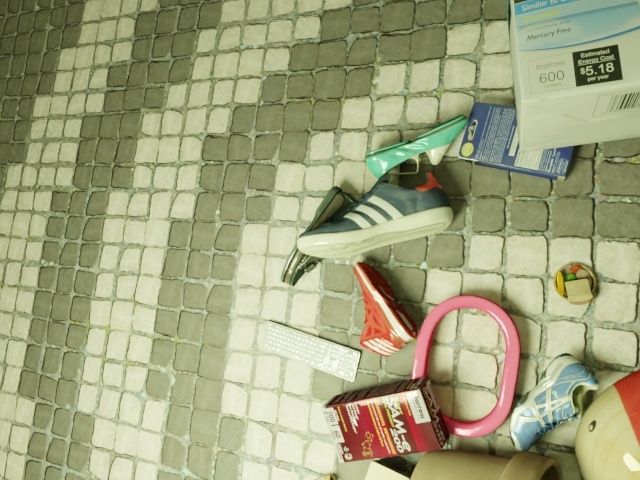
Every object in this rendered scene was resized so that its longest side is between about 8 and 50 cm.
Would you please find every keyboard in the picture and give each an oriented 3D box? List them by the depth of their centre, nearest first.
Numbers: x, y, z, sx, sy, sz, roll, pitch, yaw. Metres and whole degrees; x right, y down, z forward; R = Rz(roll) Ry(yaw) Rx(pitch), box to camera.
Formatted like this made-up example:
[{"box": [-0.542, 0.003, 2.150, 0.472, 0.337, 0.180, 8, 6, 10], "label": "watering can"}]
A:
[{"box": [-0.028, 0.265, 1.184, 0.255, 0.014, 0.072, 14, 87, 24], "label": "keyboard"}]

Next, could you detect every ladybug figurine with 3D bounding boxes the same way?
[{"box": [0.645, 0.317, 0.773, 0.449, 0.162, 0.305, -20, 50, 17], "label": "ladybug figurine"}]

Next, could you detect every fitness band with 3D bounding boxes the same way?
[{"box": [0.303, 0.259, 1.025, 0.208, 0.054, 0.291, 8, 86, 23], "label": "fitness band"}]

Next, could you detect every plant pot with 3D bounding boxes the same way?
[{"box": [0.293, 0.496, 0.906, 0.229, 0.263, 0.263, 7, 84, 41], "label": "plant pot"}]

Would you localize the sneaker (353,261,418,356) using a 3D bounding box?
[{"box": [0.110, 0.162, 1.106, 0.128, 0.087, 0.221, -47, 52, 22], "label": "sneaker"}]

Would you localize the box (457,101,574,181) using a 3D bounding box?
[{"box": [0.425, -0.218, 1.058, 0.225, 0.036, 0.137, 16, 88, 22], "label": "box"}]

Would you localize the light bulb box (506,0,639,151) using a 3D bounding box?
[{"box": [0.544, -0.393, 0.913, 0.357, 0.225, 0.361, -5, 75, 19], "label": "light bulb box"}]

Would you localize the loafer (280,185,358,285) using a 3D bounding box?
[{"box": [0.000, 0.000, 1.175, 0.084, 0.096, 0.268, 30, 90, 12], "label": "loafer"}]

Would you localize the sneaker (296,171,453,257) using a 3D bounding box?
[{"box": [0.111, -0.063, 1.103, 0.349, 0.131, 0.148, -13, 73, 0], "label": "sneaker"}]

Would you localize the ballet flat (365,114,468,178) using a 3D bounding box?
[{"box": [0.227, -0.204, 1.126, 0.247, 0.083, 0.087, -20, 99, 19], "label": "ballet flat"}]

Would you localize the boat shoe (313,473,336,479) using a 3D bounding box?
[{"box": [0.041, 0.599, 1.075, 0.059, 0.063, 0.170, -39, 69, 19], "label": "boat shoe"}]

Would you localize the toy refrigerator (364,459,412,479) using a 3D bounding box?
[{"box": [0.104, 0.598, 0.990, 0.094, 0.102, 0.270, 17, 73, 20], "label": "toy refrigerator"}]

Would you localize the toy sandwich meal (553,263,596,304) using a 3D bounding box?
[{"box": [0.509, 0.087, 0.979, 0.085, 0.029, 0.086, -4, 80, 22], "label": "toy sandwich meal"}]

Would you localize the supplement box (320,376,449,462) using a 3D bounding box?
[{"box": [0.133, 0.381, 1.034, 0.239, 0.073, 0.130, -22, 87, 28], "label": "supplement box"}]

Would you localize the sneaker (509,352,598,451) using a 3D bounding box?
[{"box": [0.439, 0.319, 0.932, 0.211, 0.080, 0.081, -59, 35, 7], "label": "sneaker"}]
